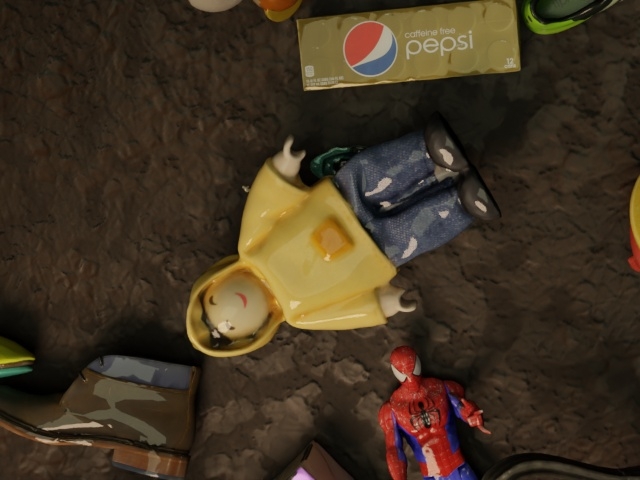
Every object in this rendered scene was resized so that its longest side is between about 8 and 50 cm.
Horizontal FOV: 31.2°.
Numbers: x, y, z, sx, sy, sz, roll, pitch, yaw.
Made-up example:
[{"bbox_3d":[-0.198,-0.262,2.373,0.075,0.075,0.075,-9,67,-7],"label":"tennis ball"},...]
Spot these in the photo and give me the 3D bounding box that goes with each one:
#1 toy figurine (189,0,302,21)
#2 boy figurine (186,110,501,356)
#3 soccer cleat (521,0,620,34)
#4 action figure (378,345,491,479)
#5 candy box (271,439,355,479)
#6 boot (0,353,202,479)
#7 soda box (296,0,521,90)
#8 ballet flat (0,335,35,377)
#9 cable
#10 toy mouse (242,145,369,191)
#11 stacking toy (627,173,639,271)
[{"bbox_3d":[-0.052,-0.279,0.877,0.148,0.209,0.213,35,104,13],"label":"toy figurine"},{"bbox_3d":[0.000,0.000,0.952,0.285,0.092,0.177,-29,98,10],"label":"boy figurine"},{"bbox_3d":[0.242,-0.220,0.911,0.179,0.072,0.060,-33,94,14],"label":"soccer cleat"},{"bbox_3d":[0.119,0.227,0.988,0.091,0.139,0.280,-21,94,2],"label":"action figure"},{"bbox_3d":[-0.019,0.314,1.058,0.165,0.070,0.196,44,105,-1],"label":"candy box"},{"bbox_3d":[-0.214,0.143,1.067,0.219,0.082,0.106,16,84,6],"label":"boot"},{"bbox_3d":[0.075,-0.165,0.957,0.181,0.058,0.061,-4,100,10],"label":"soda box"},{"bbox_3d":[-0.382,0.108,1.080,0.231,0.077,0.077,-13,82,13],"label":"ballet flat"},{"bbox_3d":[0.274,0.216,0.947,0.287,0.072,0.139,20,99,-25],"label":"cable"},{"bbox_3d":[0.037,-0.030,1.003,0.143,0.031,0.161,-38,93,14],"label":"toy mouse"},{"bbox_3d":[0.396,-0.081,0.924,0.308,0.130,0.280,0,75,6],"label":"stacking toy"}]
